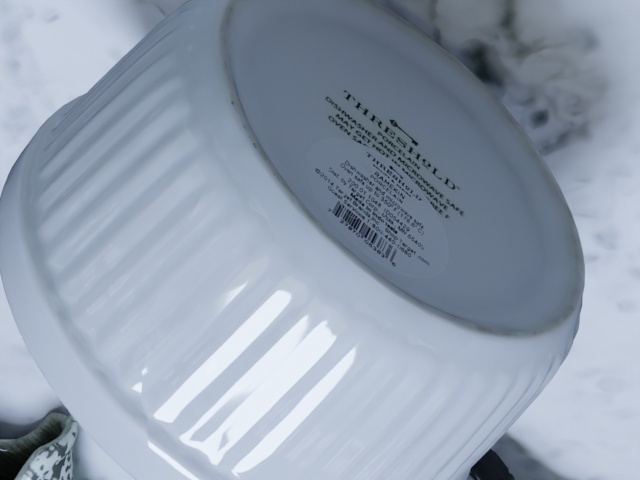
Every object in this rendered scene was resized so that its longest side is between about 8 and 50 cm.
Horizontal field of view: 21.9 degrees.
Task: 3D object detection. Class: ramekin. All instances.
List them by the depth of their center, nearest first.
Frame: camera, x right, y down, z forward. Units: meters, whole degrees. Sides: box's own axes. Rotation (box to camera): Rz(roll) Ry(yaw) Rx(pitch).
[{"bbox_3d":[0.000,0.000,0.599,0.207,0.207,0.109,36,123,-15],"label":"ramekin"}]

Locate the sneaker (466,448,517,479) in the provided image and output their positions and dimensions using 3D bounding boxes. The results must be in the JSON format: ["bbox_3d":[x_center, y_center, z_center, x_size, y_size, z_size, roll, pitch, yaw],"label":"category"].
[{"bbox_3d":[0.058,0.166,0.799,0.300,0.111,0.121,33,137,-10],"label":"sneaker"}]

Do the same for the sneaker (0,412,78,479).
[{"bbox_3d":[-0.174,0.176,0.872,0.182,0.158,0.410,-36,120,20],"label":"sneaker"}]
